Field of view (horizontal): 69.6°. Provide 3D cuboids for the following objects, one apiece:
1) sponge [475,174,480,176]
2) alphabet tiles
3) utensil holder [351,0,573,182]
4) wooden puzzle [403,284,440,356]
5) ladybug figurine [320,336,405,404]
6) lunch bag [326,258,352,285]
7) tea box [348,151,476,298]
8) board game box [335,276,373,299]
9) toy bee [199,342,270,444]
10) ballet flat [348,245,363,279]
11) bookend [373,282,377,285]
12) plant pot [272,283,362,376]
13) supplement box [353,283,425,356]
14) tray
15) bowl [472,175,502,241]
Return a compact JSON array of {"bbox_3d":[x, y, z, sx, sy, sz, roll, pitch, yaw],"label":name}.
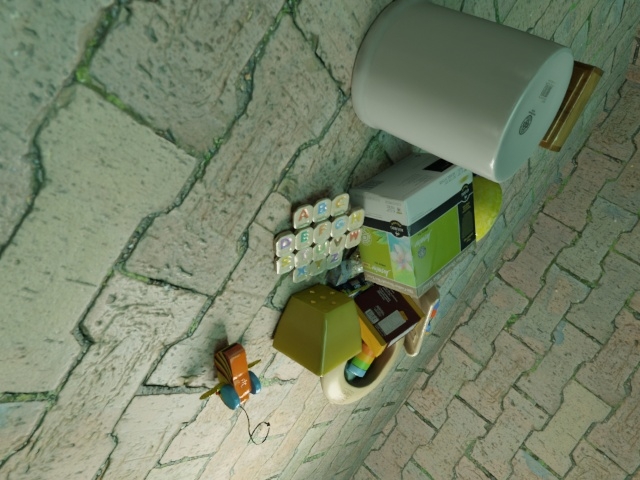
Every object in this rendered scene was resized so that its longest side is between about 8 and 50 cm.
[{"bbox_3d":[0.701,-0.267,2.020,0.210,0.031,0.117,-28,163,-40],"label":"sponge"},{"bbox_3d":[0.000,0.000,1.279,0.284,0.021,0.278,-20,137,-25],"label":"alphabet tiles"},{"bbox_3d":[0.320,-0.350,1.080,0.327,0.385,0.327,-35,146,-29],"label":"utensil holder"},{"bbox_3d":[0.369,0.228,1.815,0.080,0.322,0.348,-2,131,-15],"label":"wooden puzzle"},{"bbox_3d":[0.147,0.428,1.792,0.305,0.162,0.449,37,89,-33],"label":"ladybug figurine"},{"bbox_3d":[0.067,0.101,1.507,0.071,0.053,0.083,-8,124,-59],"label":"lunch bag"},{"bbox_3d":[0.292,-0.059,1.409,0.329,0.220,0.323,-31,121,-33],"label":"tea box"},{"bbox_3d":[0.089,0.198,1.605,0.170,0.048,0.141,-13,149,-50],"label":"board game box"},{"bbox_3d":[-0.258,0.422,1.306,0.195,0.162,0.298,1,95,-46],"label":"toy bee"},{"bbox_3d":[0.153,0.042,1.545,0.091,0.077,0.241,2,119,-58],"label":"ballet flat"},{"bbox_3d":[0.237,0.133,1.760,0.156,0.072,0.157,-22,138,-42],"label":"bookend"},{"bbox_3d":[-0.002,0.257,1.436,0.212,0.212,0.187,-17,120,-46],"label":"plant pot"},{"bbox_3d":[0.222,0.262,1.617,0.194,0.191,0.129,-31,158,-19],"label":"supplement box"},{"bbox_3d":[0.481,-0.410,1.214,0.076,0.411,0.203,-5,125,-43],"label":"tray"},{"bbox_3d":[0.558,-0.139,1.825,0.156,0.289,0.289,22,105,-17],"label":"bowl"}]
